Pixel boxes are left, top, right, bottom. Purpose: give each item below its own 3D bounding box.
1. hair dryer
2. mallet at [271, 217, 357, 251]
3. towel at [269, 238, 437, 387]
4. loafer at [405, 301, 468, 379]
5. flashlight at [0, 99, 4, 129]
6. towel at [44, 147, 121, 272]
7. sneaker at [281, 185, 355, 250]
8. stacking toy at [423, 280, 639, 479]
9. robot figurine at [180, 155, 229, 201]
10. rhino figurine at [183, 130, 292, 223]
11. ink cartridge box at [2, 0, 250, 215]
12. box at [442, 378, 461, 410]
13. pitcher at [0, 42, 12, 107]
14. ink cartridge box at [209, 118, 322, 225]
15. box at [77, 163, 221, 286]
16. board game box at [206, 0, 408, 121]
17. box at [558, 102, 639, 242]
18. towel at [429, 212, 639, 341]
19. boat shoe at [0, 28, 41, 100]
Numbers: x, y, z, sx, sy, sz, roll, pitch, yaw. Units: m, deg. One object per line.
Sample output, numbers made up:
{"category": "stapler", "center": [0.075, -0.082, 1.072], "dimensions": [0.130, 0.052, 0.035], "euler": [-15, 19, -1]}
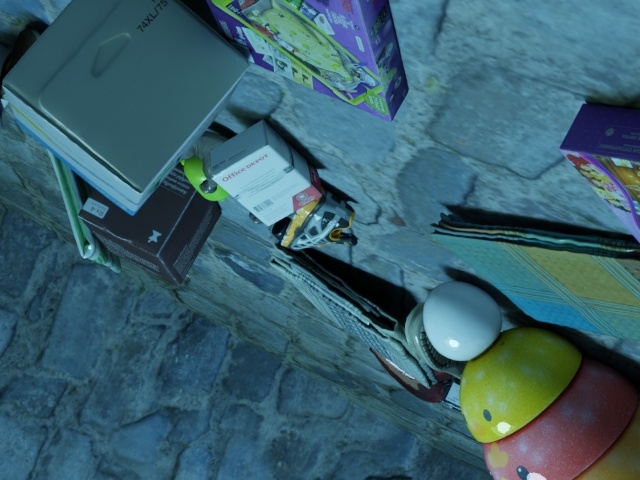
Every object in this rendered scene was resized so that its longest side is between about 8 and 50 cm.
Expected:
{"category": "hair dryer", "center": [0.236, 0.261, 2.613], "dimensions": [0.294, 0.080, 0.223], "euler": [18, 148, 22]}
{"category": "mallet", "center": [0.000, 0.000, 2.152], "dimensions": [0.190, 0.039, 0.062], "euler": [10, 158, 44]}
{"category": "towel", "center": [0.059, 0.141, 2.382], "dimensions": [0.312, 0.056, 0.324], "euler": [37, 171, 30]}
{"category": "loafer", "center": [0.200, 0.173, 2.223], "dimensions": [0.092, 0.102, 0.268], "euler": [25, 170, 33]}
{"category": "flashlight", "center": [-0.560, -0.283, 1.920], "dimensions": [0.103, 0.103, 0.304], "euler": [-3, 138, 4]}
{"category": "towel", "center": [-0.452, -0.064, 2.470], "dimensions": [0.325, 0.038, 0.247], "euler": [105, 146, -84]}
{"category": "sneaker", "center": [-0.004, -0.023, 1.967], "dimensions": [0.083, 0.084, 0.215], "euler": [25, 166, -2]}
{"category": "stacking toy", "center": [0.328, 0.254, 1.986], "dimensions": [0.480, 0.350, 0.350], "euler": [47, 165, -3]}
{"category": "robot figurine", "center": [-0.174, -0.106, 2.035], "dimensions": [0.101, 0.067, 0.115], "euler": [32, 169, 28]}
{"category": "rhino figurine", "center": [-0.142, -0.114, 1.920], "dimensions": [0.243, 0.073, 0.106], "euler": [30, 148, 1]}
{"category": "ink cartridge box", "center": [-0.230, -0.173, 1.514], "dimensions": [0.197, 0.198, 0.270], "euler": [40, 171, -5]}
{"category": "box", "center": [0.321, 0.314, 2.391], "dimensions": [0.175, 0.051, 0.220], "euler": [25, 178, 11]}
{"category": "pitcher", "center": [-0.605, -0.246, 2.103], "dimensions": [0.178, 0.207, 0.125], "euler": [34, 166, -19]}
{"category": "ink cartridge box", "center": [-0.077, -0.094, 1.799], "dimensions": [0.099, 0.056, 0.135], "euler": [-28, 136, 20]}
{"category": "box", "center": [-0.299, -0.047, 2.301], "dimensions": [0.168, 0.167, 0.203], "euler": [27, 167, 12]}
{"category": "board game box", "center": [-0.030, -0.242, 1.271], "dimensions": [0.208, 0.056, 0.347], "euler": [29, 168, 18]}
{"category": "box", "center": [0.382, -0.017, 1.220], "dimensions": [0.201, 0.057, 0.293], "euler": [15, 161, 48]}
{"category": "towel", "center": [0.346, 0.058, 1.634], "dimensions": [0.271, 0.040, 0.370], "euler": [37, 163, -35]}
{"category": "boat shoe", "center": [-0.428, -0.262, 1.977], "dimensions": [0.095, 0.095, 0.257], "euler": [13, 175, -20]}
